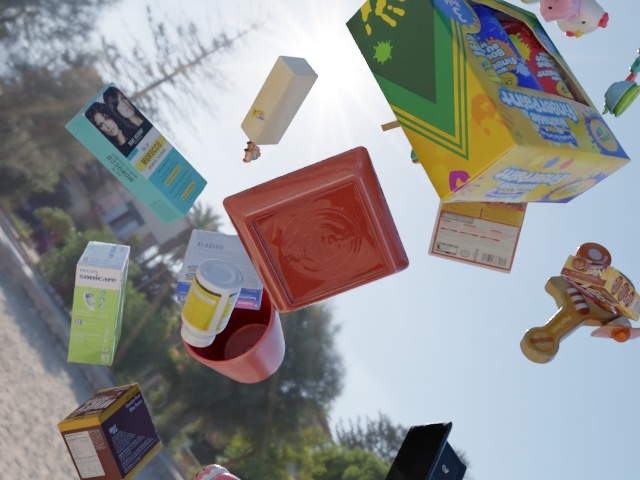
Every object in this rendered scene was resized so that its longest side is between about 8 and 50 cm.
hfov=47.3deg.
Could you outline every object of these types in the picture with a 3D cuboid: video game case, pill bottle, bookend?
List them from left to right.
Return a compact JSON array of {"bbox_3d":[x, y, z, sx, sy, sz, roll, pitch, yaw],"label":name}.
[{"bbox_3d":[-0.151,0.087,0.988,0.065,0.065,0.116,45,-54,30],"label":"pill bottle"},{"bbox_3d":[0.161,0.360,0.991,0.072,0.156,0.157,-19,-69,39],"label":"bookend"},{"bbox_3d":[0.390,-0.080,1.765,0.204,0.285,0.025,14,8,13],"label":"video game case"}]

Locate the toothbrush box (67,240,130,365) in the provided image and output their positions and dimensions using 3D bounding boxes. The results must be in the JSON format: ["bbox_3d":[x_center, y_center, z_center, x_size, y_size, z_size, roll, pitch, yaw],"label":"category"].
[{"bbox_3d":[-0.606,0.170,2.012,0.206,0.122,0.283,-113,-146,-70],"label":"toothbrush box"}]

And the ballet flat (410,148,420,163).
[{"bbox_3d":[0.263,-0.246,1.518,0.073,0.232,0.080,32,-14,-24],"label":"ballet flat"}]

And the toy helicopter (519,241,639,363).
[{"bbox_3d":[0.601,0.180,1.687,0.235,0.355,0.140,44,-30,24],"label":"toy helicopter"}]

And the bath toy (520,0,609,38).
[{"bbox_3d":[0.500,-0.525,1.527,0.348,0.151,0.129,23,17,-48],"label":"bath toy"}]

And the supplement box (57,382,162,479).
[{"bbox_3d":[-0.539,0.505,1.891,0.191,0.129,0.194,-42,116,-66],"label":"supplement box"}]

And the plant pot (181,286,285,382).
[{"bbox_3d":[-0.225,0.269,2.063,0.275,0.275,0.243,43,-14,33],"label":"plant pot"}]

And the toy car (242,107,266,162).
[{"bbox_3d":[-0.149,-0.237,1.685,0.060,0.041,0.121,-82,-174,-68],"label":"toy car"}]

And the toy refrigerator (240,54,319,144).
[{"bbox_3d":[-0.125,-0.408,2.139,0.094,0.102,0.269,56,-49,24],"label":"toy refrigerator"}]

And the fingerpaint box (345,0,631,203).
[{"bbox_3d":[0.309,-0.258,1.287,0.163,0.445,0.370,-40,-115,36],"label":"fingerpaint box"}]

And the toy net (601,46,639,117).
[{"bbox_3d":[0.586,-0.317,1.293,0.045,0.232,0.122,42,14,21],"label":"toy net"}]

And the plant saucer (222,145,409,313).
[{"bbox_3d":[0.000,0.000,1.247,0.047,0.259,0.259,-101,169,-59],"label":"plant saucer"}]

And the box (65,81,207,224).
[{"bbox_3d":[-0.316,-0.149,1.282,0.060,0.100,0.244,-21,-59,40],"label":"box"}]

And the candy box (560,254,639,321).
[{"bbox_3d":[0.608,0.103,1.568,0.187,0.053,0.109,33,-7,-39],"label":"candy box"}]

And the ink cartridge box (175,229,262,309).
[{"bbox_3d":[-0.223,0.073,1.681,0.311,0.186,0.065,-94,-168,-65],"label":"ink cartridge box"}]

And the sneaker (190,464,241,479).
[{"bbox_3d":[-0.271,0.603,1.571,0.136,0.314,0.115,9,-62,34],"label":"sneaker"}]

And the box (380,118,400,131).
[{"bbox_3d":[0.264,-0.303,1.721,0.201,0.165,0.021,-5,-73,53],"label":"box"}]
